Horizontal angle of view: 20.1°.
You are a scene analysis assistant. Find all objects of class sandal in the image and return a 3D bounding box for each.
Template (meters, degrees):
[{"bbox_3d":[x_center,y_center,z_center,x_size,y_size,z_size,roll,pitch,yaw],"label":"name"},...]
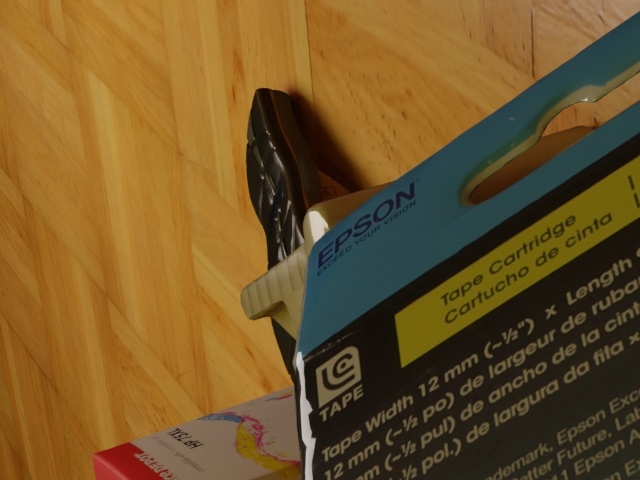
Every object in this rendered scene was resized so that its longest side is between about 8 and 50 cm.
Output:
[{"bbox_3d":[0.000,0.000,1.077,0.090,0.060,0.219,108,154,-47],"label":"sandal"}]

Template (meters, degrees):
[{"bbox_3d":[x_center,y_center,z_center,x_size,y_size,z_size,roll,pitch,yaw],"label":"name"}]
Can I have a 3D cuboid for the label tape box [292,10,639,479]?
[{"bbox_3d":[0.121,0.075,0.526,0.115,0.249,0.348,43,-155,-29],"label":"label tape box"}]

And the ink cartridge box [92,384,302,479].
[{"bbox_3d":[-0.042,0.151,1.045,0.134,0.231,0.078,17,122,65],"label":"ink cartridge box"}]

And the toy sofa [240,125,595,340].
[{"bbox_3d":[0.114,0.139,0.766,0.177,0.150,0.362,-39,70,62],"label":"toy sofa"}]
